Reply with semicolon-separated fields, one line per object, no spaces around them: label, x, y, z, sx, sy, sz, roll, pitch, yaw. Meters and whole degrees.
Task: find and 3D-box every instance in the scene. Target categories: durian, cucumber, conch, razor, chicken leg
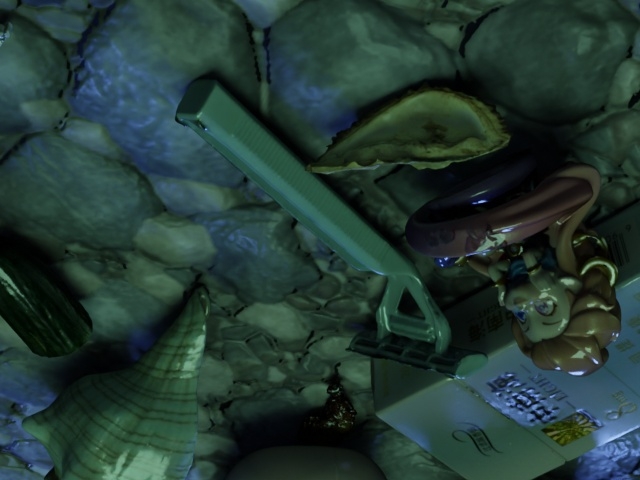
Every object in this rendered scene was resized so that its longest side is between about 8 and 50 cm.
durian;0.056;-0.057;0.890;0.130;0.066;0.052;-6;137;16
cucumber;-0.201;0.033;0.980;0.048;0.048;0.105;-19;130;16
conch;-0.152;0.152;1.042;0.114;0.137;0.234;0;146;-28
razor;0.005;-0.009;0.949;0.111;0.056;0.278;10;148;49
chicken leg;0.008;0.139;1.125;0.036;0.021;0.083;22;131;-12

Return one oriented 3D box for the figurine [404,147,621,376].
figurine;0.142;0.009;0.923;0.157;0.114;0.126;42;139;-15

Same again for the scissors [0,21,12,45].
scissors;-0.243;-0.081;0.871;0.176;0.022;0.085;-32;127;31

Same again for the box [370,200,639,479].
box;0.176;0.087;1.048;0.243;0.067;0.155;-33;128;26

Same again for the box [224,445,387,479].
box;-0.014;0.232;1.160;0.146;0.088;0.200;3;148;-4
